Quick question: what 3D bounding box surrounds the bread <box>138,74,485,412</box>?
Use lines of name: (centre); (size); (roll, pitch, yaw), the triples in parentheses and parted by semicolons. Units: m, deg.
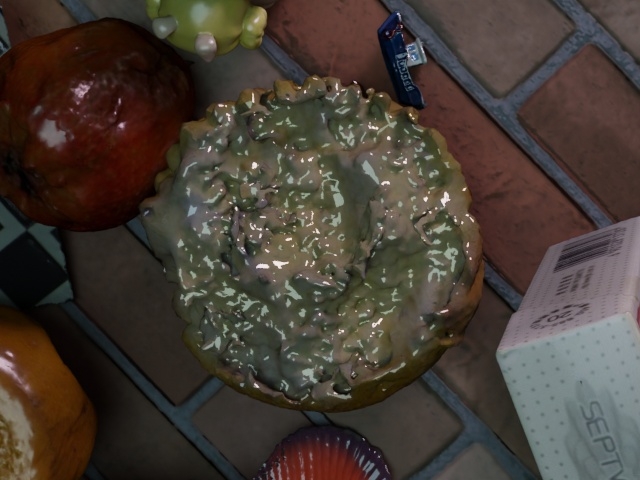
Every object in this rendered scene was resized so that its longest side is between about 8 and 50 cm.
bread: (0.000, 0.000, 1.112); (0.274, 0.149, 0.274); (2, 100, 10)

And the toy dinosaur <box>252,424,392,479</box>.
toy dinosaur: (0.040, 0.236, 1.202); (0.286, 0.070, 0.139); (11, 69, -6)

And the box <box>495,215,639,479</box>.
box: (0.220, 0.117, 0.990); (0.095, 0.330, 0.210); (-20, 96, 17)

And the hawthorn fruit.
hawthorn fruit: (-0.194, -0.097, 1.135); (0.173, 0.173, 0.179); (9, 67, 12)

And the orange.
orange: (-0.312, 0.167, 1.207); (0.249, 0.183, 0.249); (1, 97, 6)

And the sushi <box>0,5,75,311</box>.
sushi: (-0.381, -0.065, 1.235); (0.294, 0.059, 0.292); (-10, 111, 7)

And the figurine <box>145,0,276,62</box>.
figurine: (-0.092, -0.220, 1.050); (0.127, 0.235, 0.155); (20, 105, 9)

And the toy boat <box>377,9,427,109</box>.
toy boat: (0.071, -0.146, 1.132); (0.038, 0.038, 0.083); (-16, 97, 16)
